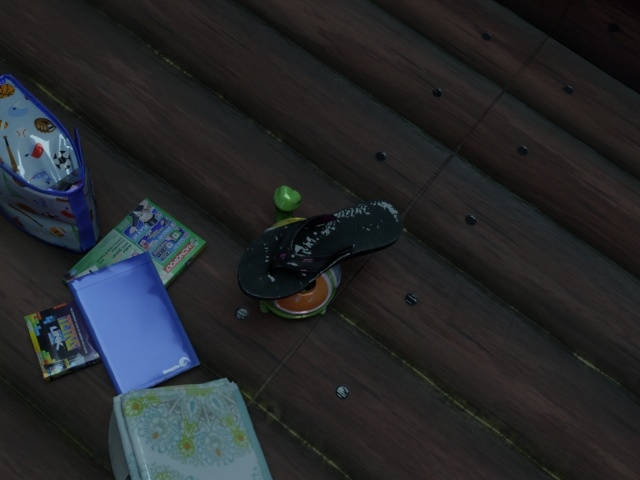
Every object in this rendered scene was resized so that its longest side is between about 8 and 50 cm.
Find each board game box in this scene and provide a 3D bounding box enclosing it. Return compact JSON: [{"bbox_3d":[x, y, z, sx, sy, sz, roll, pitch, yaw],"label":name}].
[{"bbox_3d":[-0.486,0.059,1.880,0.214,0.046,0.317,37,63,8],"label":"board game box"},{"bbox_3d":[-0.634,0.245,1.760,0.141,0.048,0.170,-21,69,-18],"label":"board game box"}]

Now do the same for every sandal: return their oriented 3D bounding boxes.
[{"bbox_3d":[0.000,-0.002,1.703,0.446,0.107,0.167,-25,71,-21],"label":"sandal"}]

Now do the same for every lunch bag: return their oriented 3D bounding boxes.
[{"bbox_3d":[-0.711,-0.169,1.800,0.385,0.327,0.239,41,63,13],"label":"lunch bag"}]

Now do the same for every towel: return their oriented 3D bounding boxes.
[{"bbox_3d":[-0.276,0.493,1.592,0.321,0.090,0.374,3,52,-44],"label":"towel"}]

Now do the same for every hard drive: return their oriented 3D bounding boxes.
[{"bbox_3d":[-0.461,0.208,1.766,0.210,0.040,0.318,-23,82,-25],"label":"hard drive"}]

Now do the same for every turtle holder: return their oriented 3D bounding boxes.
[{"bbox_3d":[-0.052,0.035,1.865,0.243,0.227,0.320,20,63,1],"label":"turtle holder"}]

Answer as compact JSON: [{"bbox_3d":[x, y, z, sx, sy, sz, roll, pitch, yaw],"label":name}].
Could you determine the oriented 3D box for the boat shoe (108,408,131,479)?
[{"bbox_3d":[-0.376,0.527,1.641,0.158,0.127,0.340,7,45,-40],"label":"boat shoe"}]
